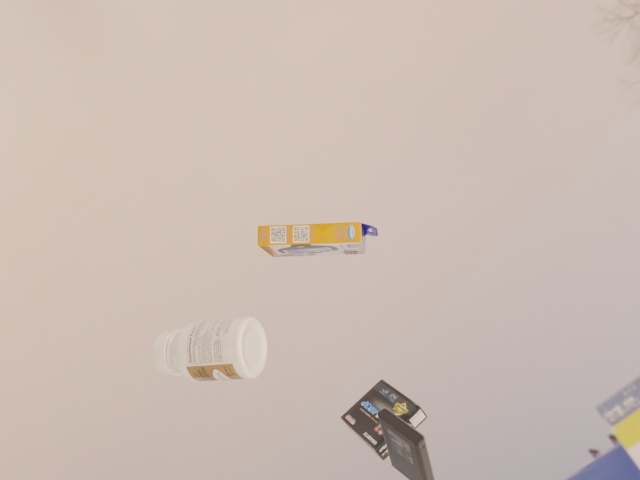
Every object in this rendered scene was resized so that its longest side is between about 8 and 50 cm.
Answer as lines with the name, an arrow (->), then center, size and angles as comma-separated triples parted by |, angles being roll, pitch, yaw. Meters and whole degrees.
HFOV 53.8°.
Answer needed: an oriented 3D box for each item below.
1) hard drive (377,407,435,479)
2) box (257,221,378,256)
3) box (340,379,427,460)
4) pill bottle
hard drive -> 0.144, 0.351, 1.048 | 0.022, 0.094, 0.135 | -33, -54, -26
box -> 0.000, 0.000, 0.751 | 0.136, 0.028, 0.081 | 0, -11, 8
box -> 0.179, 0.510, 1.819 | 0.175, 0.220, 0.051 | -40, -68, -12
pill bottle -> -0.244, 0.241, 1.380 | 0.229, 0.131, 0.131 | -8, -37, 22
